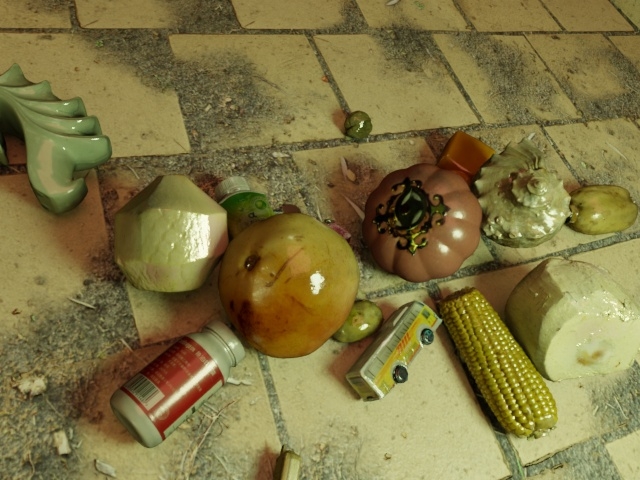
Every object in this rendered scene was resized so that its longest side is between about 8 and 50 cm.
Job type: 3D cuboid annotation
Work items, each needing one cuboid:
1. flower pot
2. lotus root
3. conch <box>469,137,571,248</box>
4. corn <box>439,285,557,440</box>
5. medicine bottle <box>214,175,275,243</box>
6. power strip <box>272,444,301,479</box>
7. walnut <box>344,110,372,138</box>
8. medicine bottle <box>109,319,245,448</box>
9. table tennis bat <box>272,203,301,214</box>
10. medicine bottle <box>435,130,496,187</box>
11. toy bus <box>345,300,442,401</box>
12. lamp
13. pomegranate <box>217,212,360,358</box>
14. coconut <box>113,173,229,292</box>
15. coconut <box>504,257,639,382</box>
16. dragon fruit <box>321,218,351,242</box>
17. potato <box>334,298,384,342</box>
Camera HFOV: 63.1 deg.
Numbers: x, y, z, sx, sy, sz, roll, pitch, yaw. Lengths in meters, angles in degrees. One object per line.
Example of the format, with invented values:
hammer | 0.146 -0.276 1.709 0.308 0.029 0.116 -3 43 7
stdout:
flower pot | -0.670 -0.240 1.202 0.367 0.165 0.254 27 60 0
lotus root | 0.867 -0.097 1.627 0.283 0.146 0.160 -7 43 -19
conch | 0.483 -0.113 1.382 0.209 0.352 0.298 6 73 -17
corn | 0.413 0.283 1.236 0.143 0.144 0.387 -17 65 -27
medicine bottle | -0.189 -0.060 1.289 0.131 0.088 0.189 -17 65 -26
power strip | -0.081 0.536 0.955 0.044 0.064 0.306 20 54 -13
walnut | 0.115 -0.351 1.582 0.092 0.092 0.092 8 56 -13
medicine bottle | -0.273 0.273 1.021 0.131 0.131 0.250 43 55 11
table tennis bat | -0.091 -0.075 1.381 0.083 0.007 0.050 0 59 -20
medicine bottle | 0.422 -0.208 1.570 0.149 0.112 0.222 30 54 2
toy bus | 0.171 0.248 1.194 0.106 0.092 0.268 49 56 -3
lamp | 0.260 -0.041 1.331 0.305 0.239 0.306 -5 77 24
pomegranate | -0.064 0.095 1.114 0.318 0.319 0.320 8 56 -13
coconut | -0.322 -0.021 1.120 0.259 0.259 0.260 8 56 -13
coconut | 0.603 0.186 1.275 0.297 0.298 0.255 13 27 -10
dragon fruit | 0.000 0.000 1.309 0.147 0.102 0.096 -32 79 -42
potato | 0.087 0.189 1.230 0.137 0.070 0.092 -17 64 -27
